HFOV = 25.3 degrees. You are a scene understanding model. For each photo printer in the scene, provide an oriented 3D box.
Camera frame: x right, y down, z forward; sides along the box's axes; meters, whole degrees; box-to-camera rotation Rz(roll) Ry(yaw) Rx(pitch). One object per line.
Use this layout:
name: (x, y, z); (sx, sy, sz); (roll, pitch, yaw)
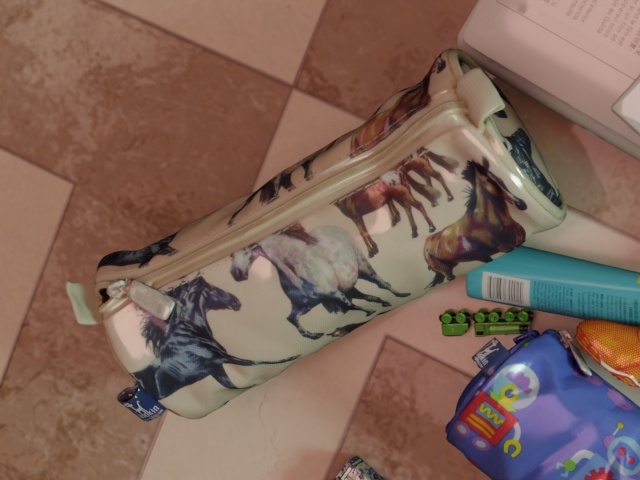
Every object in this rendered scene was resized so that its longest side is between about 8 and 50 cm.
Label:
photo printer: (0.297, -0.181, 1.103); (0.307, 0.107, 0.256); (32, 103, 14)

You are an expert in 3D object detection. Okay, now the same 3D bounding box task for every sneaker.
sneaker: (0.289, 0.090, 1.134); (0.175, 0.064, 0.067); (17, 117, -2)

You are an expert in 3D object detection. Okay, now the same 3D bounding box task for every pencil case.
pencil case: (0.000, 0.000, 1.159); (0.410, 0.183, 0.160); (-30, 69, 23)
pencil case: (0.244, 0.192, 1.137); (0.306, 0.119, 0.133); (39, 102, 12)

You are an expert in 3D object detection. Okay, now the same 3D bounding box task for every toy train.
toy train: (0.142, 0.071, 1.218); (0.083, 0.017, 0.024); (-2, 102, 19)

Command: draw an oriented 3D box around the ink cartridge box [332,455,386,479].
ink cartridge box: (0.054, 0.251, 1.252); (0.115, 0.029, 0.063); (39, 104, 13)

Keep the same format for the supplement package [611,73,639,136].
supplement package: (0.304, -0.124, 0.991); (0.105, 0.105, 0.179); (44, 105, 10)

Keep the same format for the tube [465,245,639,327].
tube: (0.223, 0.042, 1.164); (0.207, 0.080, 0.052); (12, 70, 20)
